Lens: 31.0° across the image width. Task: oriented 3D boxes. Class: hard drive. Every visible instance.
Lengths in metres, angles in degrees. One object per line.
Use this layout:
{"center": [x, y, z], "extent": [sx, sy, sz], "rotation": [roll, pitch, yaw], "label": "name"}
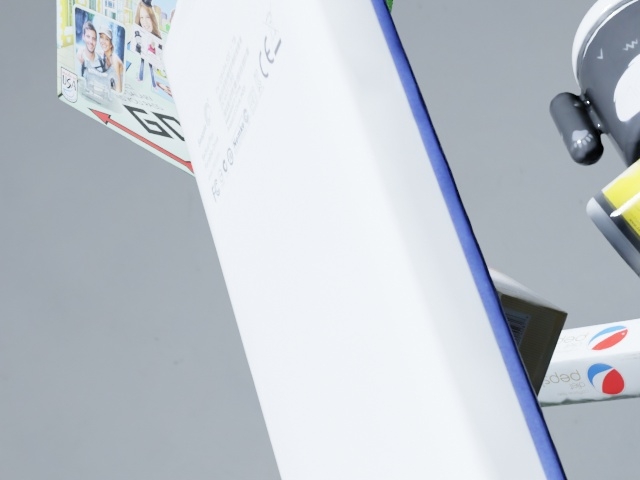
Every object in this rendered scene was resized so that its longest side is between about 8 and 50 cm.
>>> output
{"center": [0.000, 0.000, 0.513], "extent": [0.040, 0.210, 0.318], "rotation": [-10, 69, -21], "label": "hard drive"}

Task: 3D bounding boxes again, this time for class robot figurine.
{"center": [0.374, -0.158, 1.218], "extent": [0.209, 0.173, 0.278], "rotation": [6, 40, -20], "label": "robot figurine"}

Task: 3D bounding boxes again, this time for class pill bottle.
{"center": [0.300, -0.045, 0.862], "extent": [0.184, 0.103, 0.103], "rotation": [-40, 65, 12], "label": "pill bottle"}

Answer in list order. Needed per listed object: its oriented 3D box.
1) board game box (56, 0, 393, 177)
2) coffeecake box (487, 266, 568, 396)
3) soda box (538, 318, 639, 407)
{"center": [-0.090, -0.155, 0.903], "extent": [0.317, 0.213, 0.046], "rotation": [29, 38, 31], "label": "board game box"}
{"center": [0.144, 0.103, 1.078], "extent": [0.068, 0.185, 0.142], "rotation": [17, 96, -13], "label": "coffeecake box"}
{"center": [0.335, 0.151, 1.412], "extent": [0.216, 0.069, 0.074], "rotation": [-16, 21, 45], "label": "soda box"}
